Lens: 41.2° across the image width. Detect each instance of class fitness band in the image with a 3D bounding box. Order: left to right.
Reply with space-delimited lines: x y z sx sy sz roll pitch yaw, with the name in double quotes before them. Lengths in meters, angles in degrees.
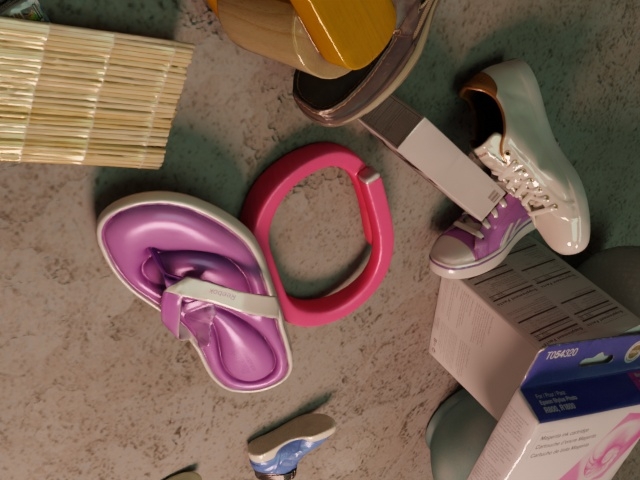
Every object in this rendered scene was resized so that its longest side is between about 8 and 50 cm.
"fitness band" 0.000 0.000 1.177 0.209 0.054 0.290 -31 134 -15

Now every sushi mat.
"sushi mat" -0.279 -0.142 0.835 0.317 0.019 0.151 -1 121 -37

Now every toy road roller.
"toy road roller" -0.021 -0.343 0.798 0.240 0.202 0.329 -47 137 -14

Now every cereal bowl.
"cereal bowl" 0.515 0.174 1.525 0.141 0.339 0.338 5 120 -16

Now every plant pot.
"plant pot" 0.324 0.400 1.627 0.293 0.196 0.293 -20 131 -25

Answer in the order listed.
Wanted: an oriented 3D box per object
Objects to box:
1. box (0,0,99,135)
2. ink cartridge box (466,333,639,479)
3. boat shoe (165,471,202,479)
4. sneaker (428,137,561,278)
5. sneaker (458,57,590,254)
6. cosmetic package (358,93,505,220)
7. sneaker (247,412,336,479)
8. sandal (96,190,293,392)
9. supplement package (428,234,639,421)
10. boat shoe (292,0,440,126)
"box" -0.291 -0.166 0.843 0.094 0.027 0.137 -35 136 -12
"ink cartridge box" 0.385 0.296 1.302 0.324 0.071 0.330 -1 124 -37
"boat shoe" -0.240 0.404 1.310 0.133 0.049 0.042 -36 165 -20
"sneaker" 0.266 -0.068 1.307 0.282 0.102 0.161 -36 134 -25
"sneaker" 0.273 -0.101 1.195 0.123 0.106 0.290 -23 90 -25
"cosmetic package" 0.156 -0.115 1.178 0.060 0.099 0.239 -50 137 8
"sneaker" -0.043 0.345 1.401 0.152 0.058 0.084 -21 127 -18
"sandal" -0.127 0.090 1.077 0.169 0.102 0.416 -24 137 8
"supplement package" 0.345 0.161 1.411 0.198 0.262 0.199 -18 131 -27
"boat shoe" 0.072 -0.294 0.936 0.355 0.132 0.130 -58 157 0
